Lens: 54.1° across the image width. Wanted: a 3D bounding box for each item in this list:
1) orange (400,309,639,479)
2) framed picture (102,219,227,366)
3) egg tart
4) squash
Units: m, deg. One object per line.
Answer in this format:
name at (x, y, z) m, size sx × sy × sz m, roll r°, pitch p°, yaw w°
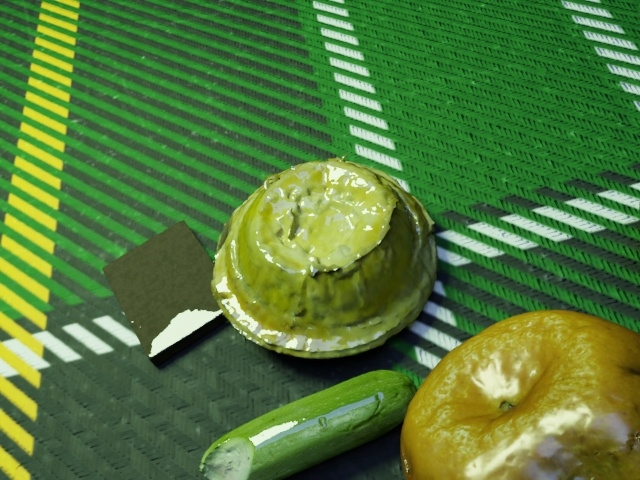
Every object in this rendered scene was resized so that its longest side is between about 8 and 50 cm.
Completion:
orange at (0.194, 0.190, 0.523) m, size 0.249 × 0.183 × 0.249 m, roll -34°, pitch 20°, yaw 14°
framed picture at (-0.194, 0.062, 0.810) m, size 0.128 × 0.023 × 0.168 m, roll -32°, pitch 55°, yaw -12°
egg tart at (0.000, 0.000, 0.748) m, size 0.290 × 0.115 × 0.290 m, roll -4°, pitch 53°, yaw 5°
squash at (-0.011, 0.196, 0.646) m, size 0.239 × 0.069 × 0.069 m, roll -22°, pitch 53°, yaw -5°
